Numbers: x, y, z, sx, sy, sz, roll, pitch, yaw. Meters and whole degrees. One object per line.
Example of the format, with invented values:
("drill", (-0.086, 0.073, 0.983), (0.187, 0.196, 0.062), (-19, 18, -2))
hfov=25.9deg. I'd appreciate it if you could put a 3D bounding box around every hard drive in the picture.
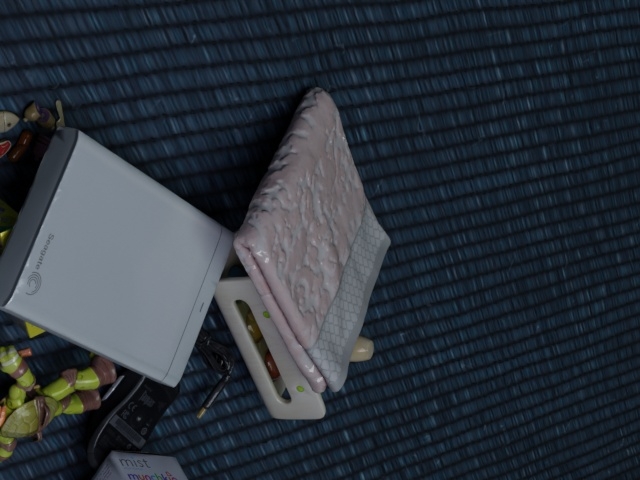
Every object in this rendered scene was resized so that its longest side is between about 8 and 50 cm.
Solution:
("hard drive", (-0.257, 0.031, 1.795), (0.353, 0.047, 0.233), (36, 71, -53))

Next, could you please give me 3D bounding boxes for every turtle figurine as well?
("turtle figurine", (-0.373, 0.207, 1.822), (0.217, 0.087, 0.269), (-20, 140, -41))

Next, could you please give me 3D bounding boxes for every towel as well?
("towel", (0.000, 0.000, 1.993), (0.317, 0.053, 0.332), (64, 33, -36))

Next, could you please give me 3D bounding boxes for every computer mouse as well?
("computer mouse", (-0.236, 0.229, 2.013), (0.262, 0.060, 0.184), (-57, 139, -12))

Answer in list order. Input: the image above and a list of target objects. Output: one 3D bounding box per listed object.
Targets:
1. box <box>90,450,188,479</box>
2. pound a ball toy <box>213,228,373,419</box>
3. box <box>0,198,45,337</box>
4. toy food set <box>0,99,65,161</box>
("box", (-0.265, 0.464, 1.922), (0.127, 0.231, 0.262), (15, 117, -44))
("pound a ball toy", (-0.050, 0.116, 2.089), (0.208, 0.136, 0.319), (-63, 141, -44))
("box", (-0.388, 0.022, 1.745), (0.043, 0.105, 0.179), (-27, 125, -24))
("toy food set", (-0.372, -0.132, 1.749), (0.122, 0.019, 0.078), (-24, 123, -31))
